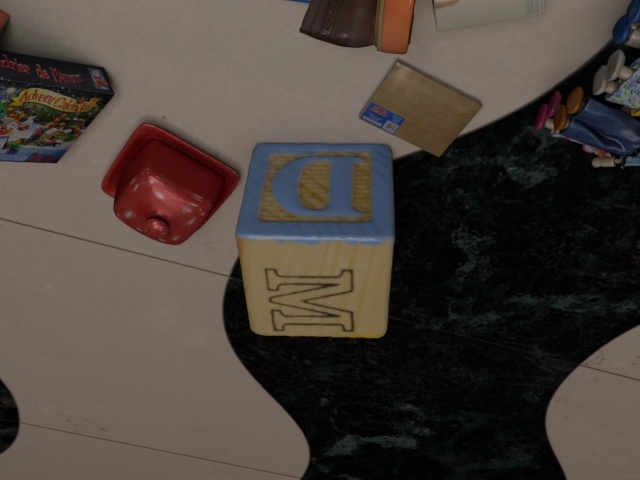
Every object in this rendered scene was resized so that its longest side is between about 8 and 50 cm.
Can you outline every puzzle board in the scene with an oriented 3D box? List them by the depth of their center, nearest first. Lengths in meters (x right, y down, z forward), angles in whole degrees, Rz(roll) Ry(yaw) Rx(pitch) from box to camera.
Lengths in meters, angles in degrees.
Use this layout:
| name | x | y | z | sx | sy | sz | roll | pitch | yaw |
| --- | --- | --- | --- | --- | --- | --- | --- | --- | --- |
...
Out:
| name | x | y | z | sx | sy | sz | roll | pitch | yaw |
| --- | --- | --- | --- | --- | --- | --- | --- | --- | --- |
| puzzle board | 0.127 | -0.167 | 0.863 | 0.128 | 0.011 | 0.096 | 22 | 134 | -17 |

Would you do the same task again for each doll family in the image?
| name | x | y | z | sx | sy | sz | roll | pitch | yaw |
| --- | --- | --- | --- | --- | --- | --- | --- | --- | --- |
| doll family | 0.363 | -0.135 | 0.755 | 0.163 | 0.118 | 0.263 | 19 | 154 | -5 |

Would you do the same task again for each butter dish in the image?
| name | x | y | z | sx | sy | sz | roll | pitch | yaw |
| --- | --- | --- | --- | --- | --- | --- | --- | --- | --- |
| butter dish | -0.216 | -0.052 | 0.928 | 0.160 | 0.118 | 0.160 | 28 | 130 | -24 |

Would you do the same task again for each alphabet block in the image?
| name | x | y | z | sx | sy | sz | roll | pitch | yaw |
| --- | --- | --- | --- | --- | --- | --- | --- | --- | --- |
| alphabet block | 0.000 | 0.000 | 0.917 | 0.194 | 0.192 | 0.197 | 2 | 134 | 4 |

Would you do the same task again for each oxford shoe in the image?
| name | x | y | z | sx | sy | sz | roll | pitch | yaw |
| --- | --- | --- | --- | --- | --- | --- | --- | --- | --- |
| oxford shoe | 0.030 | -0.341 | 0.601 | 0.133 | 0.130 | 0.363 | 5 | 128 | 7 |

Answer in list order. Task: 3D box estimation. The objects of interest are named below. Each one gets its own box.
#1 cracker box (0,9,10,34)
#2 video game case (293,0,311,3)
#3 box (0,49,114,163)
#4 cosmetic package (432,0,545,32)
| name | x | y | z | sx | sy | sz | roll | pitch | yaw |
| --- | --- | --- | --- | --- | --- | --- | --- | --- | --- |
| cracker box | -0.501 | -0.222 | 0.811 | 0.156 | 0.067 | 0.232 | 31 | 129 | -25 |
| video game case | 0.019 | -0.309 | 0.722 | 0.166 | 0.015 | 0.119 | 7 | 136 | -3 |
| box | -0.386 | -0.154 | 0.793 | 0.159 | 0.044 | 0.233 | -35 | 163 | 34 |
| cosmetic package | 0.178 | -0.264 | 0.725 | 0.115 | 0.060 | 0.041 | -8 | 133 | 10 |
